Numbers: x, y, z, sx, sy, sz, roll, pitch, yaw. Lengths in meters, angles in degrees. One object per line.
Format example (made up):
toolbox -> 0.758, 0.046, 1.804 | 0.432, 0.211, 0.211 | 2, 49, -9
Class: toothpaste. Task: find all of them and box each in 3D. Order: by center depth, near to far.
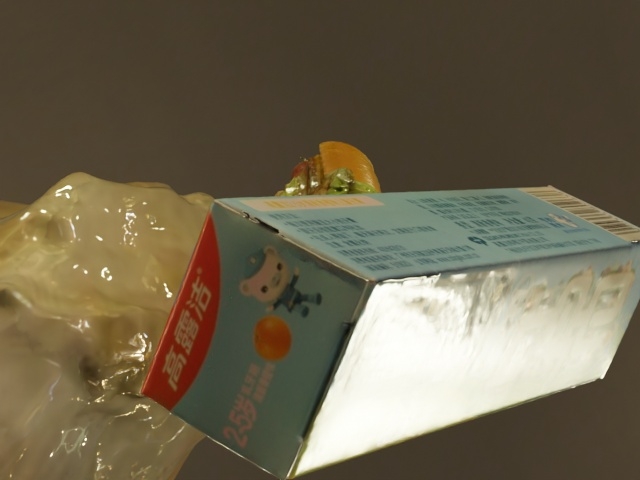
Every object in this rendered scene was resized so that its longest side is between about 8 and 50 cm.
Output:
toothpaste -> 0.028, 0.026, 0.440 | 0.044, 0.193, 0.070 | 28, -75, 25

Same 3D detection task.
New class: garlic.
garlic -> -0.212, 0.057, 0.634 | 0.340, 0.231, 0.246 | 26, -70, 43

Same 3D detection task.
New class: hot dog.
hot dog -> 0.000, 0.000, 0.618 | 0.056, 0.133, 0.041 | -41, -65, 17
